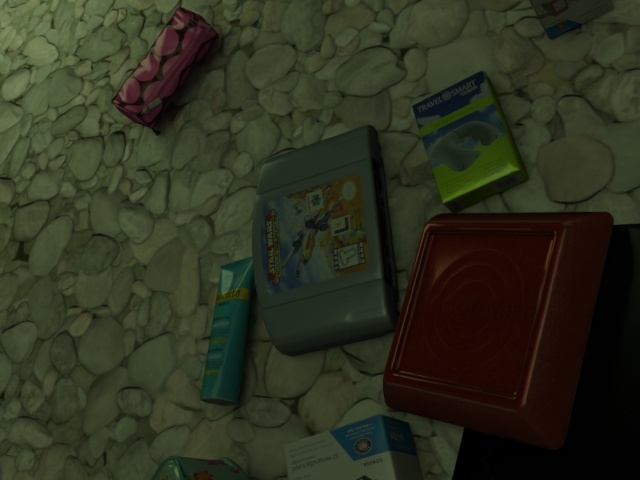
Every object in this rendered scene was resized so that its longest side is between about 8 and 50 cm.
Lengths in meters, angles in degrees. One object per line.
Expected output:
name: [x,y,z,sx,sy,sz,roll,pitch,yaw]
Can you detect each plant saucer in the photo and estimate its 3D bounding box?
plant saucer: [0.181,0.080,0.922,0.258,0.048,0.259,2,70,51]

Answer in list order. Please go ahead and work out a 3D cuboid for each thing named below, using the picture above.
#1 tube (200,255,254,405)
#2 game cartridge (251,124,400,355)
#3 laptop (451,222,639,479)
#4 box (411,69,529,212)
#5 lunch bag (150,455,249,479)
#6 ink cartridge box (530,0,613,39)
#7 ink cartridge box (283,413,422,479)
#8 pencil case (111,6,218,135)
tube: [-0.127,0.124,1.138,0.080,0.052,0.207,-13,61,38]
game cartridge: [0.000,0.000,1.108,0.198,0.062,0.297,-15,64,21]
laptop: [0.375,0.193,0.827,0.408,0.236,0.381,15,78,5]
box: [0.189,-0.137,1.055,0.109,0.042,0.178,-25,61,20]
lunch bag: [-0.135,0.406,0.958,0.279,0.108,0.224,43,115,47]
ink cartridge box: [0.303,-0.318,1.009,0.089,0.122,0.052,-24,60,21]
ink cartridge box: [0.048,0.315,0.935,0.140,0.082,0.190,-24,59,21]
pencil case: [-0.254,-0.286,1.351,0.209,0.095,0.098,-56,19,2]
